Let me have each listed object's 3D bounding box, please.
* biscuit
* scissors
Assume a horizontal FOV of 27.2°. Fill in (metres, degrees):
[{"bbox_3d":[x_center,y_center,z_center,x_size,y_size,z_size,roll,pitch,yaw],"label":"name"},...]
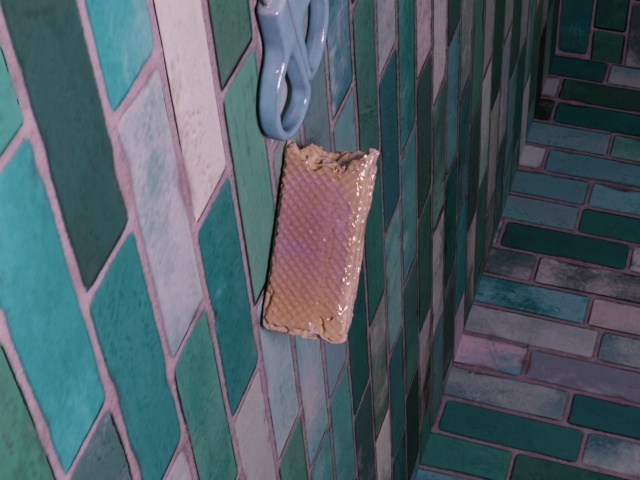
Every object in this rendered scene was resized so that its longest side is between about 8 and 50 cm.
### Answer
[{"bbox_3d":[0.000,0.000,1.569,0.062,0.108,0.239,-33,133,-72],"label":"biscuit"},{"bbox_3d":[-0.050,-0.274,1.328,0.447,0.029,0.193,73,32,-62],"label":"scissors"}]
